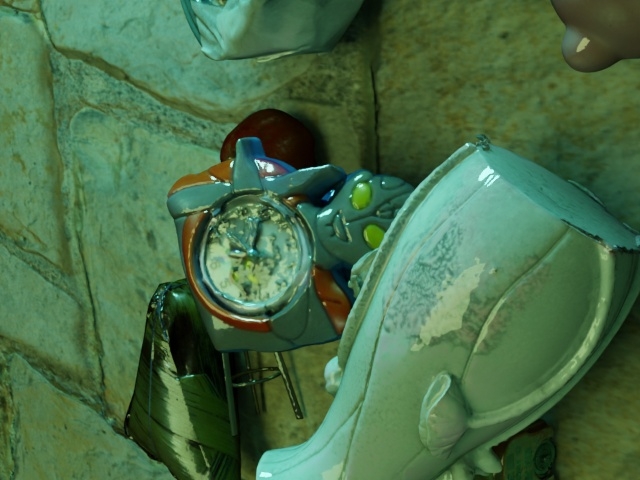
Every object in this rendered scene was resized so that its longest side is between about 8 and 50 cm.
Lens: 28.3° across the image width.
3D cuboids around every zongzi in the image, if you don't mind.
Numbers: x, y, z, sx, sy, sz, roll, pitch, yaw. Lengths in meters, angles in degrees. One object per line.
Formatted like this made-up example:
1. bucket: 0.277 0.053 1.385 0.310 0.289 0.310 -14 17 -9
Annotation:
1. zongzi: -0.159 0.231 1.783 0.300 0.138 0.286 49 134 46

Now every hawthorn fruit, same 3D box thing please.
1. hawthorn fruit: -0.067 -0.108 1.605 0.125 0.140 0.125 -18 59 32

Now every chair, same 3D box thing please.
1. chair: -0.102 0.149 1.740 0.104 0.095 0.221 -5 96 47

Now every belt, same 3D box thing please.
1. belt: -0.066 -0.423 1.445 0.300 0.173 0.436 13 112 61

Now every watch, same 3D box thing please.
1. watch: 0.000 0.000 1.468 0.305 0.274 0.241 -17 82 10

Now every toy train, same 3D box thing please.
1. toy train: 0.205 0.273 1.387 0.072 0.099 0.188 12 110 52

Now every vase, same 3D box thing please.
1. vase: 0.114 0.127 1.270 0.250 0.250 0.445 46 112 34

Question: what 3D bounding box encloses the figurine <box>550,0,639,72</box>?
1. figurine: 0.276 -0.237 1.090 0.173 0.173 0.173 19 115 48
